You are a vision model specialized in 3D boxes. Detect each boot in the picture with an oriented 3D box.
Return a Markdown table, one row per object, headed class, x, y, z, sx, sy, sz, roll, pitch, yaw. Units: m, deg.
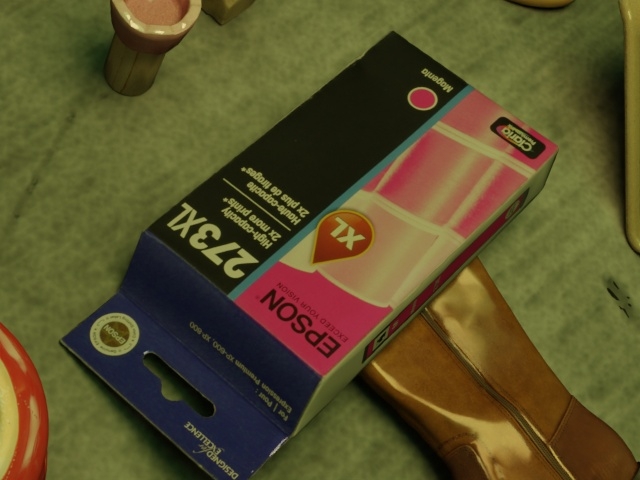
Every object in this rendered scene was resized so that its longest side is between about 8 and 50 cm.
| class | x | y | z | sx | sy | sz | roll | pitch | yaw |
| --- | --- | --- | --- | --- | --- | --- | --- | --- | --- |
| boot | 0.093 | 0.158 | 0.924 | 0.264 | 0.096 | 0.280 | -34 | 81 | -23 |

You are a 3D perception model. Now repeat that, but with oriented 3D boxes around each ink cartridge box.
| class | x | y | z | sx | sy | sz | roll | pitch | yaw |
| --- | --- | --- | --- | --- | --- | --- | --- | --- | --- |
| ink cartridge box | 0.000 | 0.000 | 0.948 | 0.175 | 0.069 | 0.371 | 38 | 63 | 18 |

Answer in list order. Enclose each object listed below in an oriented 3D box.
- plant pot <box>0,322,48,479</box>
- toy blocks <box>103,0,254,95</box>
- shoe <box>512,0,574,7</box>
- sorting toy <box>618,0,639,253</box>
| class | x | y | z | sx | sy | sz | roll | pitch | yaw |
| --- | --- | --- | --- | --- | --- | --- | --- | --- | --- |
| plant pot | -0.259 | 0.125 | 0.768 | 0.191 | 0.174 | 0.191 | 7 | 65 | -15 |
| toy blocks | -0.105 | -0.330 | 0.953 | 0.288 | 0.260 | 0.309 | 47 | 62 | 4 |
| shoe | 0.146 | -0.279 | 1.134 | 0.219 | 0.058 | 0.077 | 27 | 63 | -8 |
| sorting toy | 0.385 | -0.133 | 1.127 | 0.307 | 0.041 | 0.229 | -17 | 110 | -25 |
